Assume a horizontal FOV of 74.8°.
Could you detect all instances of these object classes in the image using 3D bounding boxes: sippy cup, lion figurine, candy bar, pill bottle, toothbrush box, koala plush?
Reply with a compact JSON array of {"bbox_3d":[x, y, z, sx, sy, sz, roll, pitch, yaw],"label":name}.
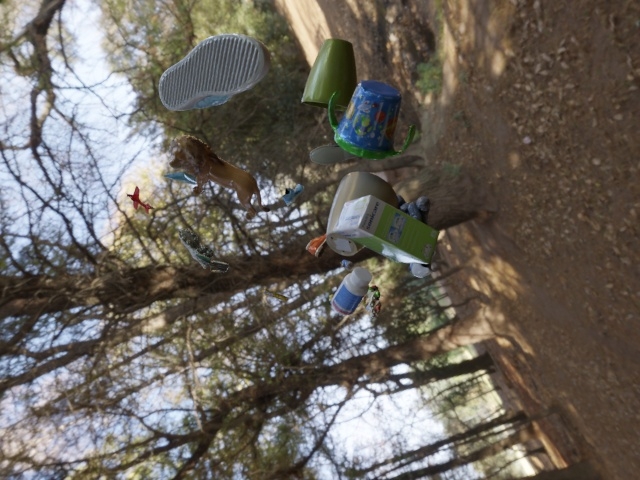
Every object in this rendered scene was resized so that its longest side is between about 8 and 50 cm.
[{"bbox_3d":[0.187,-0.452,1.534,0.240,0.304,0.224,-95,17,-51],"label":"sippy cup"},{"bbox_3d":[-0.337,-0.223,1.471,0.391,0.240,0.142,19,-120,-12],"label":"lion figurine"},{"bbox_3d":[-0.249,0.304,2.332,0.161,0.040,0.018,24,-145,-22],"label":"candy bar"},{"bbox_3d":[0.146,0.227,1.899,0.124,0.222,0.124,17,-143,-14],"label":"pill bottle"},{"bbox_3d":[0.219,-0.030,1.414,0.283,0.122,0.206,24,171,-17],"label":"toothbrush box"},{"bbox_3d":[0.361,-0.081,1.853,0.221,0.196,0.204,-24,-65,-49],"label":"koala plush"}]

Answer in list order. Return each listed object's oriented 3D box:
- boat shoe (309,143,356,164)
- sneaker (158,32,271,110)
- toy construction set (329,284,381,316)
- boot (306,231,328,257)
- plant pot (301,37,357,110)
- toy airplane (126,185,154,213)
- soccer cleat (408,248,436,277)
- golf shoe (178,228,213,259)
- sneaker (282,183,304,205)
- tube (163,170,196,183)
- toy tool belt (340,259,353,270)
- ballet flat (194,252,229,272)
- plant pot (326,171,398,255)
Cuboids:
[{"bbox_3d":[0.065,-0.418,2.008,0.079,0.254,0.096,-159,53,-73],"label":"boat shoe"},{"bbox_3d":[-0.241,-0.415,1.035,0.150,0.365,0.136,-32,-64,-49],"label":"sneaker"},{"bbox_3d":[0.233,0.347,2.481,0.214,0.327,0.151,-14,-74,-48],"label":"toy construction set"},{"bbox_3d":[0.000,0.000,1.931,0.084,0.158,0.059,25,151,27],"label":"boot"},{"bbox_3d":[0.066,-0.790,1.999,0.275,0.274,0.294,-65,-15,-77],"label":"plant pot"},{"bbox_3d":[-0.837,-0.177,1.939,0.151,0.151,0.028,57,-142,-23],"label":"toy airplane"},{"bbox_3d":[0.497,0.010,2.003,0.115,0.143,0.332,8,-104,-30],"label":"soccer cleat"},{"bbox_3d":[-0.485,0.032,1.595,0.176,0.086,0.069,44,-138,19],"label":"golf shoe"},{"bbox_3d":[-0.134,-0.238,2.042,0.073,0.063,0.162,47,-140,-13],"label":"sneaker"},{"bbox_3d":[-0.524,-0.245,1.610,0.207,0.080,0.052,-40,-65,-83],"label":"tube"},{"bbox_3d":[0.133,0.124,2.231,0.083,0.052,0.051,23,162,47],"label":"toy tool belt"},{"bbox_3d":[-0.345,0.075,1.310,0.114,0.041,0.041,22,-152,-22],"label":"ballet flat"},{"bbox_3d":[0.137,-0.081,1.622,0.257,0.256,0.274,55,-131,-31],"label":"plant pot"}]
